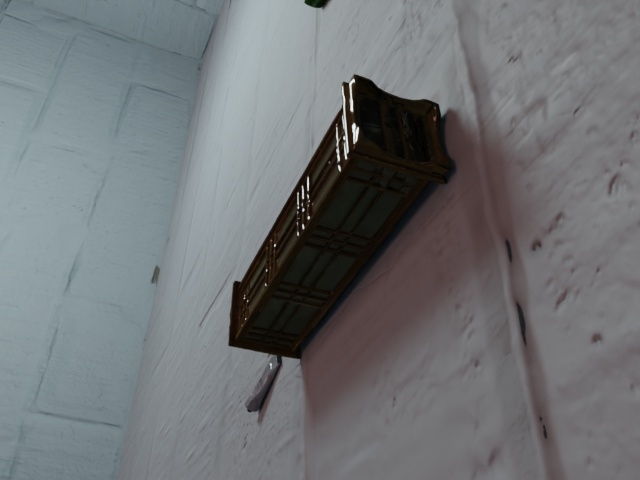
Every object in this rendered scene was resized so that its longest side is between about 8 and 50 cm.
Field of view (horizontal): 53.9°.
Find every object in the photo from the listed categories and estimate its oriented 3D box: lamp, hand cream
[{"bbox_3d":[0.000,0.000,0.607,0.325,0.090,0.089,123,154,-46],"label":"lamp"},{"bbox_3d":[-0.070,0.178,0.789,0.093,0.019,0.030,-61,20,18],"label":"hand cream"}]

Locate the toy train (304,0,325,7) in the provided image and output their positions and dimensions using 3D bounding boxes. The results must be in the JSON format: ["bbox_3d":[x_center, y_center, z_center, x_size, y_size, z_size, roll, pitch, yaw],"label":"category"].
[{"bbox_3d":[0.003,-0.424,1.031,0.093,0.038,0.056,154,123,-66],"label":"toy train"}]
